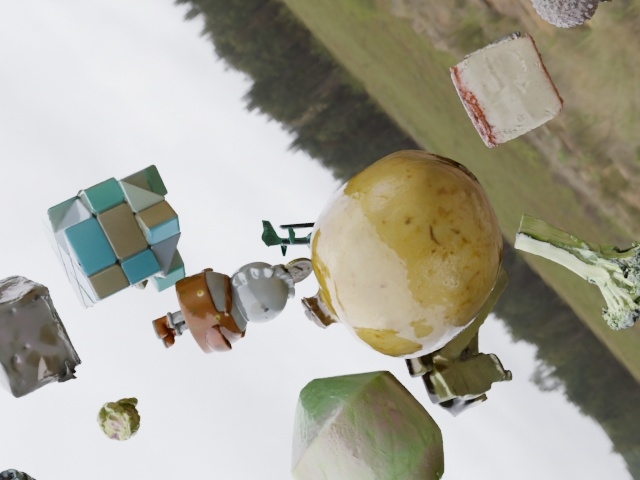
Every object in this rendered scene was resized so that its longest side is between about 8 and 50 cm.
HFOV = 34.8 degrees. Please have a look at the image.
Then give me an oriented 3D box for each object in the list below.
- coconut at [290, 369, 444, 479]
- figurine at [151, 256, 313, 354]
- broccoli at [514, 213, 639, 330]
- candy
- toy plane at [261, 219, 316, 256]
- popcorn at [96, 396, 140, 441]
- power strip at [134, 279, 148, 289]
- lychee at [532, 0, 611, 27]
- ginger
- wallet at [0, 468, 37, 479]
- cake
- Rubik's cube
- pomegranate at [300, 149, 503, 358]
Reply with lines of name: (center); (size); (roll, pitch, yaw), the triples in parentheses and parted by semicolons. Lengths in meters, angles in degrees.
coconut: (0.060, 0.289, 1.457); (0.236, 0.236, 0.204); (57, 158, 18)
figurine: (-0.140, 0.093, 1.644); (0.143, 0.271, 0.143); (52, 173, 9)
broccoli: (0.619, 0.056, 2.332); (0.361, 0.221, 0.252); (20, 171, 38)
candy: (-0.516, 0.166, 1.747); (0.195, 0.137, 0.184); (13, 127, 55)
toy plane: (0.000, 0.000, 1.956); (0.060, 0.235, 0.096); (132, 133, -62)
popcorn: (-0.447, 0.401, 2.277); (0.097, 0.109, 0.089); (17, -149, 15)
power strip: (-0.366, 0.032, 2.166); (0.076, 0.028, 0.169); (85, -159, -55)
lychee: (0.527, -0.524, 2.131); (0.197, 0.165, 0.165); (19, -161, -11)
ginger: (0.266, 0.135, 1.891); (0.358, 0.211, 0.413); (-93, -23, -48)
wallet: (-0.542, 0.470, 1.690); (0.342, 0.237, 0.075); (73, 176, -58)
cake: (0.351, -0.254, 1.848); (0.159, 0.158, 0.262); (68, -165, 10)
Rubik's cube: (-0.341, -0.002, 1.757); (0.224, 0.213, 0.265); (63, 157, -4)
pomegranate: (0.122, 0.012, 1.409); (0.307, 0.307, 0.307); (52, -170, -13)
